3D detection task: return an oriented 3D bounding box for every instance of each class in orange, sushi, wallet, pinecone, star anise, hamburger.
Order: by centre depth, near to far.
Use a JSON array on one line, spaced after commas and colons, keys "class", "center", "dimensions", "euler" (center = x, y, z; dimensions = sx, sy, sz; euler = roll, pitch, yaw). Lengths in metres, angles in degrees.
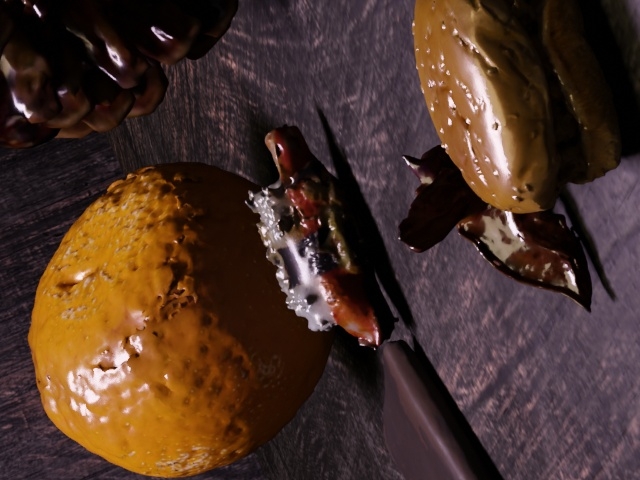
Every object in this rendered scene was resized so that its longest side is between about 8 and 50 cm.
[{"class": "hamburger", "center": [0.106, -0.087, 1.015], "dimensions": [0.138, 0.083, 0.147], "euler": [-147, 38, -79]}, {"class": "star anise", "center": [0.115, -0.056, 1.143], "dimensions": [0.140, 0.144, 0.158], "euler": [21, -155, -29]}, {"class": "pinecone", "center": [-0.253, -0.273, 1.601], "dimensions": [0.398, 0.397, 0.398], "euler": [157, 90, -80]}, {"class": "wallet", "center": [0.137, 0.244, 1.675], "dimensions": [0.309, 0.042, 0.165], "euler": [57, 164, 38]}, {"class": "sushi", "center": [-0.004, 0.001, 1.711], "dimensions": [0.097, 0.103, 0.226], "euler": [-47, -63, -83]}, {"class": "orange", "center": [-0.141, 0.091, 1.970], "dimensions": [0.293, 0.340, 0.340], "euler": [34, -171, -33]}]
